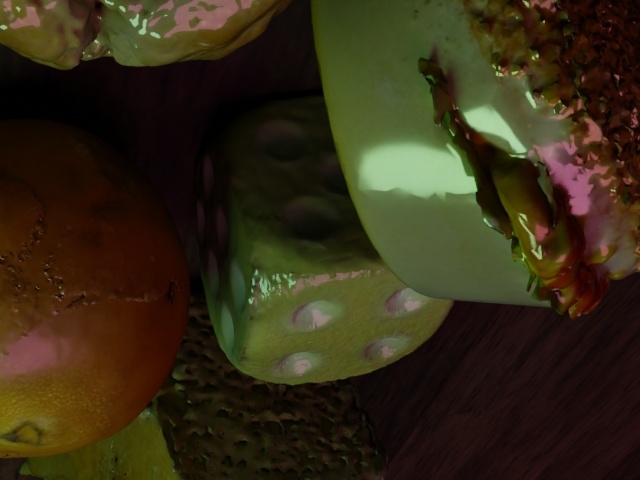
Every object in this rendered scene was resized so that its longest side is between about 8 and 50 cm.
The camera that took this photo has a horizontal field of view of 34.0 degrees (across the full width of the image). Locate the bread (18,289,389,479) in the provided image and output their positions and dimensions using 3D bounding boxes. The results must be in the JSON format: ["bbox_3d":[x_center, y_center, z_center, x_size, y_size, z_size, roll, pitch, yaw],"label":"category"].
[{"bbox_3d":[-0.128,0.212,0.992,0.248,0.279,0.315,-3,134,-35],"label":"bread"}]

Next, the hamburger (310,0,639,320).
[{"bbox_3d":[0.119,-0.094,0.626,0.179,0.294,0.276,-15,163,24],"label":"hamburger"}]

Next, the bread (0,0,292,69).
[{"bbox_3d":[-0.097,-0.173,0.522,0.244,0.134,0.244,-7,149,-4],"label":"bread"}]

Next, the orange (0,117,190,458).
[{"bbox_3d":[-0.207,0.033,0.716,0.239,0.240,0.240,-13,148,-9],"label":"orange"}]

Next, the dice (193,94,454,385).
[{"bbox_3d":[0.000,0.000,0.814,0.169,0.169,0.166,-7,145,-19],"label":"dice"}]
